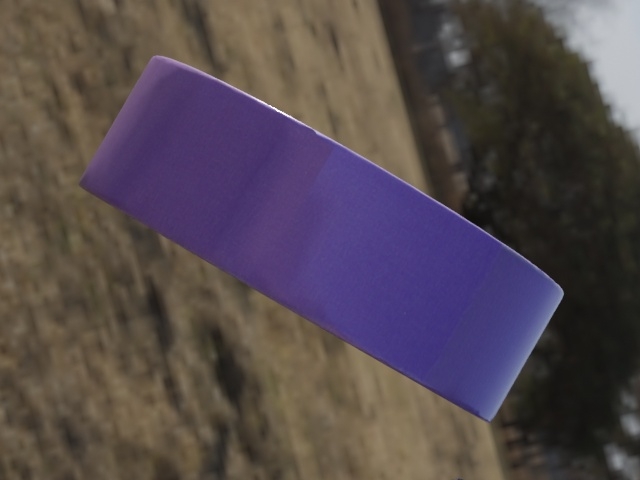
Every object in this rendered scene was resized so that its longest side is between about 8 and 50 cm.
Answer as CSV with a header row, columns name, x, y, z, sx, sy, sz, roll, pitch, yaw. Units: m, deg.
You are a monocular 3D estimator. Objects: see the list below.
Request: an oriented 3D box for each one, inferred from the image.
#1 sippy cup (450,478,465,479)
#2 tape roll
name,x,y,z,sx,sy,sz,roll,pitch,yaw
sippy cup,0.108,0.266,1.088,0.305,0.240,0.224,156,-42,-82
tape roll,0.000,0.000,1.100,0.090,0.274,0.275,-60,171,-3
